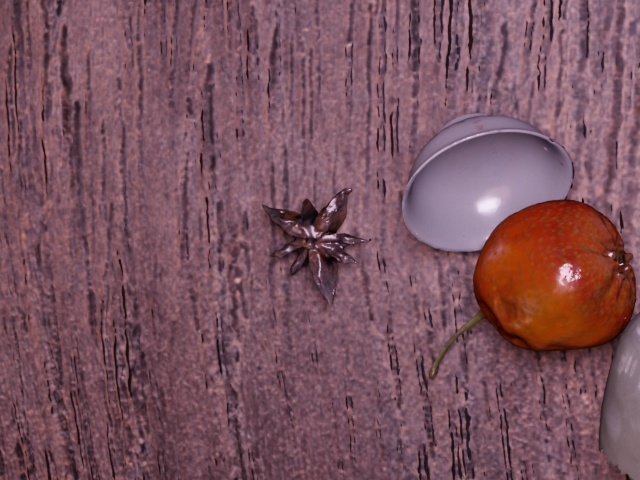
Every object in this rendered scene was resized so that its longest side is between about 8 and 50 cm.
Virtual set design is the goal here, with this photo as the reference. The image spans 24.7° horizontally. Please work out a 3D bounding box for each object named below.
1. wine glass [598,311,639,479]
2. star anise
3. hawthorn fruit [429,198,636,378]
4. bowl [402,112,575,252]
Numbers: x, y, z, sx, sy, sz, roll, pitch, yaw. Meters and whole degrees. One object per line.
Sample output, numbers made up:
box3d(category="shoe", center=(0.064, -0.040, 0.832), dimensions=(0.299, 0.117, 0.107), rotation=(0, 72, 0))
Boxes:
box3d(category="wine glass", center=(0.424, 0.113, 1.464), dimensions=(0.238, 0.238, 0.323), rotation=(25, 102, 13))
box3d(category="star anise", center=(-0.001, 0.012, 1.672), dimensions=(0.124, 0.056, 0.129), rotation=(-10, 95, 18))
box3d(category="hawthorn fruit", center=(0.207, 0.063, 1.589), dimensions=(0.285, 0.165, 0.165), rotation=(-28, 89, 41))
box3d(category="bowl", center=(0.171, -0.080, 1.573), dimensions=(0.189, 0.189, 0.086), rotation=(-30, 48, 19))
